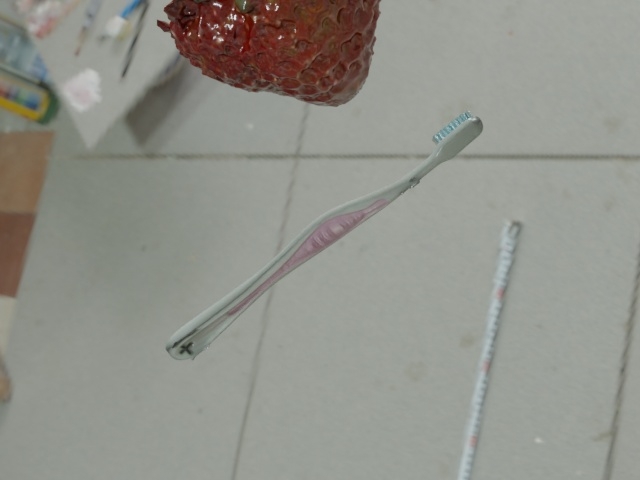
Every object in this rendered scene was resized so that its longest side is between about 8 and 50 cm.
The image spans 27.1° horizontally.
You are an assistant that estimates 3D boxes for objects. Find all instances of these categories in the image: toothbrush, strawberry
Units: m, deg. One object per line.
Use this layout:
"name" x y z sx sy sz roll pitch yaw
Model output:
"toothbrush" 0.000 0.000 0.681 0.204 0.017 0.022 -38 30 10
"strawberry" -0.017 -0.150 1.006 0.175 0.236 0.107 -29 73 23
